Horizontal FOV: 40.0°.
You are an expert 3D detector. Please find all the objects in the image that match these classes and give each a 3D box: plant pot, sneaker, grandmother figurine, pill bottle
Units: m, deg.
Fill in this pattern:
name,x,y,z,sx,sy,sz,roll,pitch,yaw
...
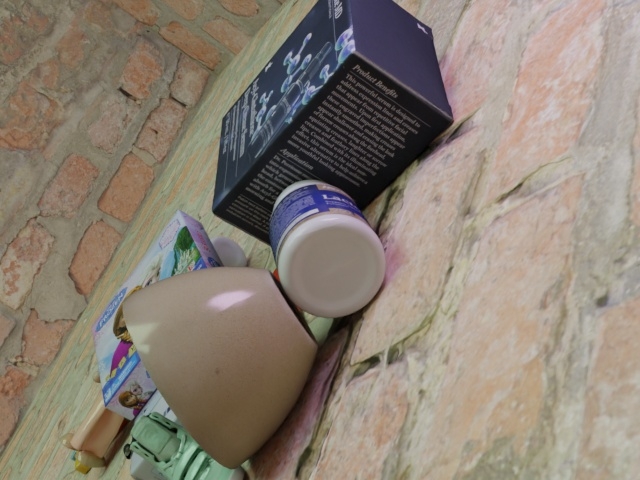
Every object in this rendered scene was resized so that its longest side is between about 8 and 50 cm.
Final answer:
name,x,y,z,sx,sy,sz,roll,pitch,yaw
plant pot,-0.117,0.146,1.236,0.191,0.284,0.284,-34,19,0
sneaker,-0.211,0.327,1.294,0.094,0.151,0.256,-58,19,-13
grandmother figurine,-0.433,0.319,1.908,0.207,0.104,0.343,28,91,30
pill bottle,0.000,0.000,1.329,0.153,0.153,0.265,-52,18,10
pill bottle,-0.249,0.077,1.921,0.184,0.103,0.103,-41,22,38

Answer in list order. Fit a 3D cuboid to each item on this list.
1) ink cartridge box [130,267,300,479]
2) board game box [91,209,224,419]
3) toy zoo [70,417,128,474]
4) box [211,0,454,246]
name,x,y,z,sx,sy,sz,roll,pitch,yaw
ink cartridge box,-0.192,0.212,1.556,0.385,0.091,0.308,-53,18,10
board game box,-0.316,0.130,1.695,0.319,0.066,0.318,-53,28,6
toy zoo,-0.497,0.419,2.071,0.293,0.030,0.192,-51,18,14
box,0.009,-0.210,1.532,0.395,0.212,0.294,-45,29,30
